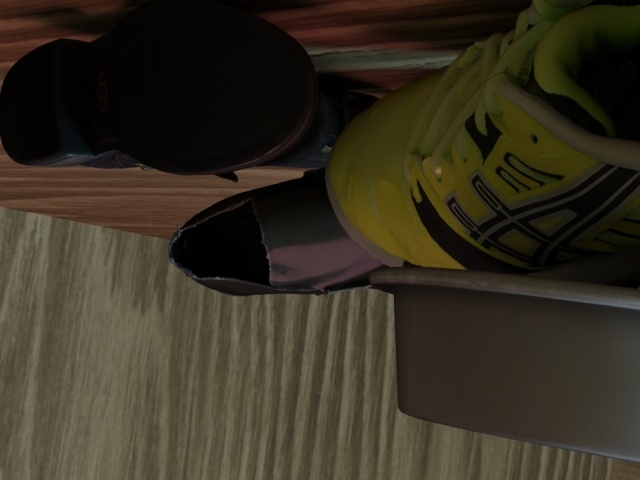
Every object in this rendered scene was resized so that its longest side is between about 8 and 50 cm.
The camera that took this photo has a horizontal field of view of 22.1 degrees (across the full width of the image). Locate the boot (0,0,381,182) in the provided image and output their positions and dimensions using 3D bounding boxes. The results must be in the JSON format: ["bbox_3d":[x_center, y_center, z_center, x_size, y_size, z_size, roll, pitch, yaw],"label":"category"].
[{"bbox_3d":[-0.034,-0.077,0.953,0.229,0.091,0.263,2,180,-44],"label":"boot"}]

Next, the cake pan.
[{"bbox_3d":[0.159,0.060,0.617,0.293,0.054,0.293,9,176,1],"label":"cake pan"}]

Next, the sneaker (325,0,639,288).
[{"bbox_3d":[0.117,-0.058,0.699,0.147,0.145,0.385,35,159,-29],"label":"sneaker"}]

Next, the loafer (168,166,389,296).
[{"bbox_3d":[0.000,0.000,0.932,0.220,0.080,0.078,-15,179,40],"label":"loafer"}]
